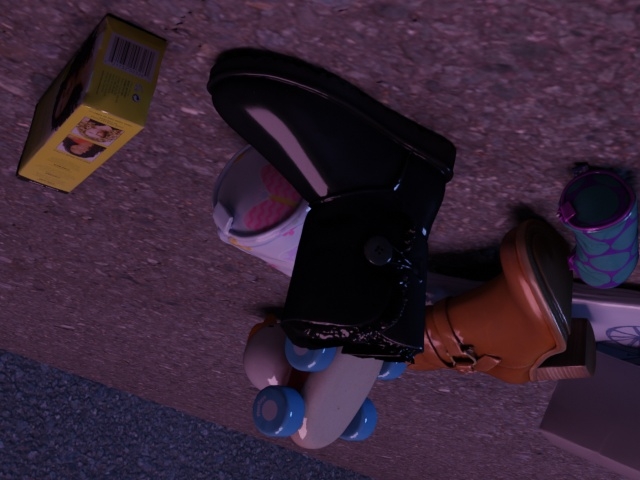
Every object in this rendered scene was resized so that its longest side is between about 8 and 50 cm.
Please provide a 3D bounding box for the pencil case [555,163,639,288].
[{"bbox_3d":[0.257,-0.009,0.895,0.070,0.065,0.152,-11,154,16],"label":"pencil case"}]

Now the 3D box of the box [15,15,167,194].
[{"bbox_3d":[-0.213,-0.114,0.877,0.058,0.087,0.232,20,158,-25],"label":"box"}]

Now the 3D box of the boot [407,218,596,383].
[{"bbox_3d":[0.172,0.076,1.075,0.220,0.109,0.283,-3,152,25],"label":"boot"}]

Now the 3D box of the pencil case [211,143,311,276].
[{"bbox_3d":[0.000,0.000,1.003,0.124,0.114,0.273,-29,146,13],"label":"pencil case"}]

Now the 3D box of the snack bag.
[{"bbox_3d":[0.311,0.116,1.249,0.342,0.037,0.323,5,158,19],"label":"snack bag"}]

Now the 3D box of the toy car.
[{"bbox_3d":[-0.035,0.177,1.491,0.238,0.210,0.219,33,-168,39],"label":"toy car"}]

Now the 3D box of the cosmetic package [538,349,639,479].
[{"bbox_3d":[0.402,0.231,1.185,0.238,0.127,0.107,21,167,33],"label":"cosmetic package"}]

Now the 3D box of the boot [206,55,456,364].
[{"bbox_3d":[-0.001,-0.019,0.817,0.246,0.207,0.094,23,159,-24],"label":"boot"}]
